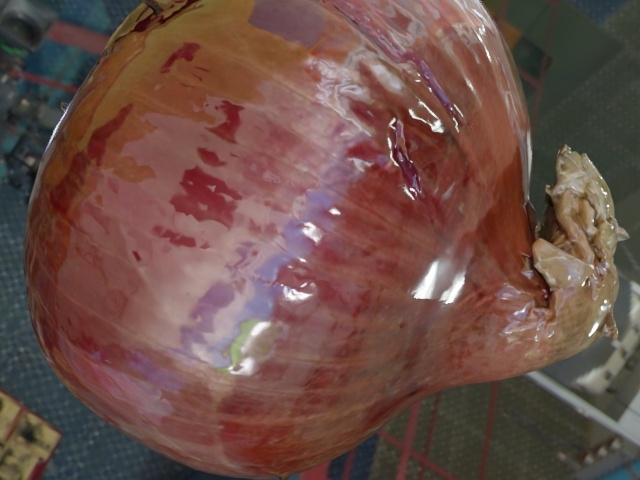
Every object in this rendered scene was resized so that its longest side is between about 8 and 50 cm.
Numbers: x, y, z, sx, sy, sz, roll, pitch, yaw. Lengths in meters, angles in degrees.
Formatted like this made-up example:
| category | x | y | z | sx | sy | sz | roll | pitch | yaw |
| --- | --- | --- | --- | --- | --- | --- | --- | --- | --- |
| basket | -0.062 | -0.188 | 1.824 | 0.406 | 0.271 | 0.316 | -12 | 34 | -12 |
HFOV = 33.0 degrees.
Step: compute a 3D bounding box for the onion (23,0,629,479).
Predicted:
| category | x | y | z | sx | sy | sz | roll | pitch | yaw |
| --- | --- | --- | --- | --- | --- | --- | --- | --- | --- |
| onion | -0.021 | -0.023 | 0.665 | 0.353 | 0.354 | 0.353 | -51 | -164 | 20 |
